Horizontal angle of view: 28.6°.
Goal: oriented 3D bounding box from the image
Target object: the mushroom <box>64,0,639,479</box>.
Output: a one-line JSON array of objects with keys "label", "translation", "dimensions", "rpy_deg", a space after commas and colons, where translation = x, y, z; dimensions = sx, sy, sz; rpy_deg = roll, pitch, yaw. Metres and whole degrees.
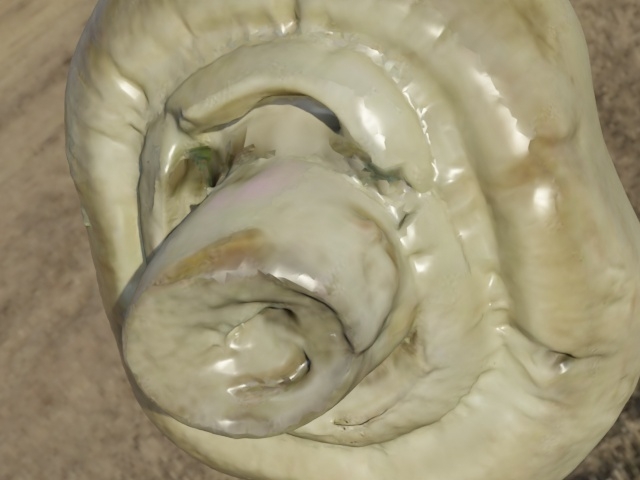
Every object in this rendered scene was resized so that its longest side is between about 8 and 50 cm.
[{"label": "mushroom", "translation": [0.000, 0.000, 0.481], "dimensions": [0.234, 0.260, 0.254], "rpy_deg": [-37, -22, -57]}]
